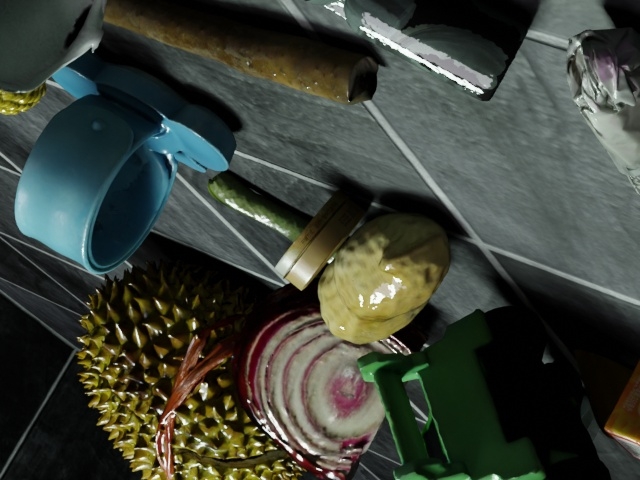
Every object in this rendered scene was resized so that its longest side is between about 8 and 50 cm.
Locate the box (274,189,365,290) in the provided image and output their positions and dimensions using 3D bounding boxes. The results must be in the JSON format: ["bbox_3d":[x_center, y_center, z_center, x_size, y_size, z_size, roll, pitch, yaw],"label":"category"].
[{"bbox_3d":[0.000,0.000,1.886,0.037,0.105,0.105,40,168,1],"label":"box"}]

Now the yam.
[{"bbox_3d":[-0.088,-0.167,1.566,0.327,0.045,0.045,21,135,37],"label":"yam"}]

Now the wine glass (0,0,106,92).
[{"bbox_3d":[-0.279,-0.226,1.530,0.196,0.165,0.165,31,170,32],"label":"wine glass"}]

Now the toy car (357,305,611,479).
[{"bbox_3d":[0.190,0.207,1.935,0.358,0.176,0.213,48,-161,-58],"label":"toy car"}]

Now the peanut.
[{"bbox_3d":[0.061,0.034,1.877,0.101,0.117,0.263,45,166,5],"label":"peanut"}]

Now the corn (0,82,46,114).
[{"bbox_3d":[-0.360,-0.206,1.906,0.101,0.101,0.310,26,167,19],"label":"corn"}]

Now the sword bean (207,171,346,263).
[{"bbox_3d":[-0.003,0.001,2.066,0.269,0.038,0.043,30,174,6],"label":"sword bean"}]

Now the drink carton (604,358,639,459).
[{"bbox_3d":[0.382,0.181,1.760,0.223,0.096,0.071,20,164,42],"label":"drink carton"}]

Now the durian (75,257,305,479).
[{"bbox_3d":[-0.159,0.201,2.639,0.384,0.348,0.347,59,-176,30],"label":"durian"}]

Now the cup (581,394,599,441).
[{"bbox_3d":[0.265,0.192,2.175,0.116,0.074,0.104,27,-163,29],"label":"cup"}]

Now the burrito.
[{"bbox_3d":[0.204,-0.074,1.223,0.064,0.064,0.203,22,166,33],"label":"burrito"}]

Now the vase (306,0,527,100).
[{"bbox_3d":[0.031,-0.165,1.252,0.211,0.060,0.060,29,168,2],"label":"vase"}]

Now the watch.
[{"bbox_3d":[-0.206,-0.066,1.893,0.211,0.193,0.211,30,167,8],"label":"watch"}]

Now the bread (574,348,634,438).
[{"bbox_3d":[0.299,0.147,1.949,0.062,0.103,0.049,-27,150,23],"label":"bread"}]

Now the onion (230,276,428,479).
[{"bbox_3d":[0.005,0.142,2.248,0.207,0.216,0.206,34,-170,1],"label":"onion"}]
